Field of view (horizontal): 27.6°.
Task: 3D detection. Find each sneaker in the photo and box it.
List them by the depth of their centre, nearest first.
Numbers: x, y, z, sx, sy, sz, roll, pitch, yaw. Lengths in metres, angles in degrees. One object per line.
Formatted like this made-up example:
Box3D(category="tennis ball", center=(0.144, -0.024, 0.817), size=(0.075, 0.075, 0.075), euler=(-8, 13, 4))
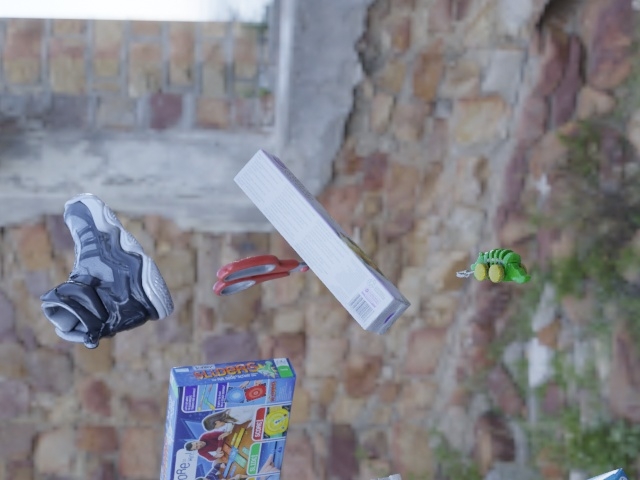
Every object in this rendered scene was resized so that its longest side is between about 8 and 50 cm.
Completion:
Box3D(category="sneaker", center=(-0.321, 0.042, 1.772), size=(0.268, 0.153, 0.101), euler=(43, 157, 41))

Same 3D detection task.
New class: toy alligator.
Box3D(category="toy alligator", center=(0.272, 0.038, 2.081), size=(0.190, 0.056, 0.051), euler=(4, 96, 62))

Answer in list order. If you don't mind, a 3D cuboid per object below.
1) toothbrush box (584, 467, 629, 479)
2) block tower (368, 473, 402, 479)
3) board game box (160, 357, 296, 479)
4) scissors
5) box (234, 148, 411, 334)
Box3D(category="toothbrush box", center=(0.327, 0.480, 1.857), size=(0.216, 0.295, 0.126), euler=(-31, 97, 45))
Box3D(category="block tower", center=(-0.026, 0.411, 1.787), size=(0.097, 0.335, 0.091), euler=(90, 166, -55))
Box3D(category="board game box", center=(-0.108, 0.226, 1.474), size=(0.035, 0.136, 0.201), euler=(-119, 32, -51))
Box3D(category="scissors", center=(-0.035, 0.040, 2.051), size=(0.109, 0.297, 0.021), euler=(-54, 52, 53))
Box3D(category="box", center=(0.000, 0.000, 1.867), size=(0.324, 0.067, 0.063), euler=(47, -168, 27))
